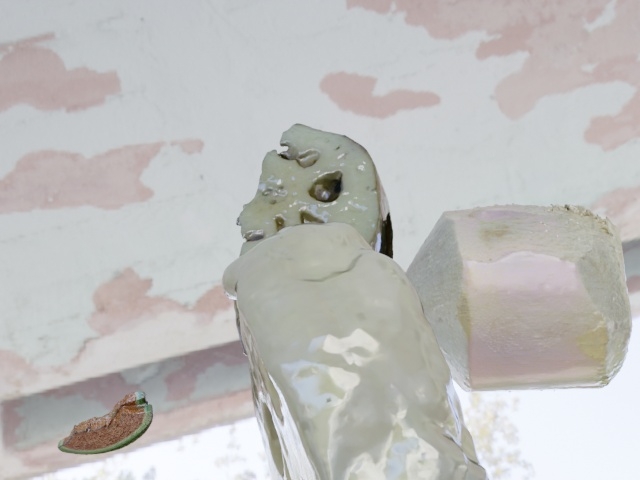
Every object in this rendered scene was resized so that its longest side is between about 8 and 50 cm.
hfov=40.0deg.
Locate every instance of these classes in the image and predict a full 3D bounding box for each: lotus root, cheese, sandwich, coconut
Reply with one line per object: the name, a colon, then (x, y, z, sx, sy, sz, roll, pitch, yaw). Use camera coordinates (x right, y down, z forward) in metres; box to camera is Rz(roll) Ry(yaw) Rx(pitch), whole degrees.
lotus root: (0.000, 0.000, 0.840, 0.138, 0.235, 0.119, 6, -41, 8)
cheese: (0.020, 0.151, 0.633, 0.115, 0.318, 0.326, -16, -16, -14)
sandwich: (-0.273, 0.241, 1.133, 0.135, 0.029, 0.067, -24, -47, 7)
coconut: (0.271, 0.082, 1.282, 0.309, 0.297, 0.297, 0, -41, 3)
